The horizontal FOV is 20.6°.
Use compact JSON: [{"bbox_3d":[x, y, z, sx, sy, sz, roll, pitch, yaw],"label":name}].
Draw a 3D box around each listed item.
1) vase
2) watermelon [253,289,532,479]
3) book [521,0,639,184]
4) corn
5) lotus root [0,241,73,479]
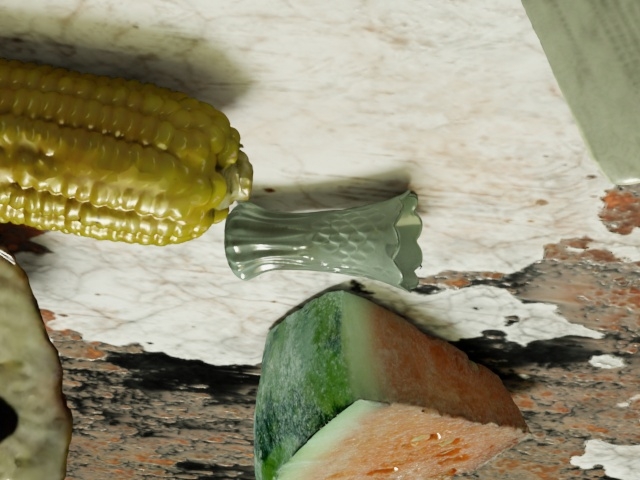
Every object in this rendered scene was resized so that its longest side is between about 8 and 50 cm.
[{"bbox_3d":[0.000,0.000,1.375,0.148,0.081,0.081,1,151,16],"label":"vase"},{"bbox_3d":[0.067,0.155,1.606,0.256,0.140,0.193,12,146,-32],"label":"watermelon"},{"bbox_3d":[0.254,-0.180,0.928,0.352,0.035,0.239,-19,104,35],"label":"book"},{"bbox_3d":[-0.227,-0.069,1.239,0.363,0.120,0.120,7,151,-4],"label":"corn"},{"bbox_3d":[-0.384,0.141,1.393,0.390,0.375,0.111,34,160,-25],"label":"lotus root"}]
